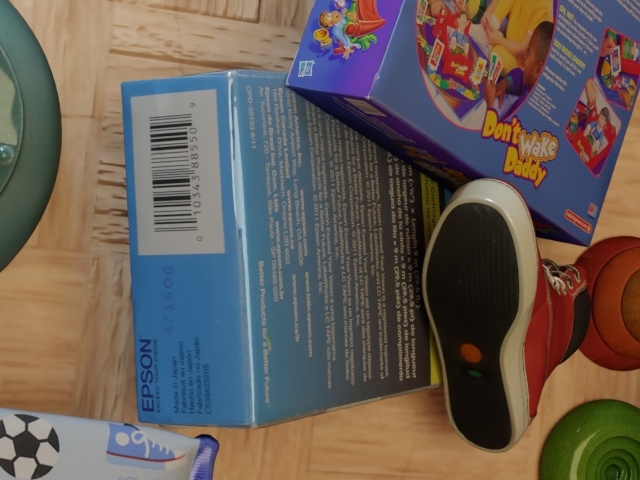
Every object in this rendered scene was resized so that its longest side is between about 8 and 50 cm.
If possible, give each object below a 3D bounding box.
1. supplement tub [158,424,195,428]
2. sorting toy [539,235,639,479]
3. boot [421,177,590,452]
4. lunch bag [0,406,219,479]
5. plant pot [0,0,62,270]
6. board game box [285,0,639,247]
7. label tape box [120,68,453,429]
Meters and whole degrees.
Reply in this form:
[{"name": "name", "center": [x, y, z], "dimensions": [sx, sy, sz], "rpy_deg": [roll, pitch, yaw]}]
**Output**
[{"name": "supplement tub", "center": [-0.099, 0.088, 1.321], "dimensions": [0.071, 0.071, 0.107], "rpy_deg": [-7, 92, -20]}, {"name": "sorting toy", "center": [0.271, 0.177, 1.431], "dimensions": [0.127, 0.126, 0.365], "rpy_deg": [9, 86, -20]}, {"name": "boot", "center": [0.162, 0.025, 1.358], "dimensions": [0.176, 0.088, 0.244], "rpy_deg": [-46, 141, -41]}, {"name": "lunch bag", "center": [-0.273, 0.306, 1.172], "dimensions": [0.328, 0.239, 0.385], "rpy_deg": [9, 80, -22]}, {"name": "plant pot", "center": [-0.309, -0.081, 1.177], "dimensions": [0.293, 0.196, 0.293], "rpy_deg": [0, 89, -21]}, {"name": "board game box", "center": [0.136, -0.159, 1.315], "dimensions": [0.347, 0.078, 0.233], "rpy_deg": [29, 78, -51]}, {"name": "label tape box", "center": [0.000, 0.000, 1.316], "dimensions": [0.348, 0.115, 0.249], "rpy_deg": [-5, 92, -58]}]
